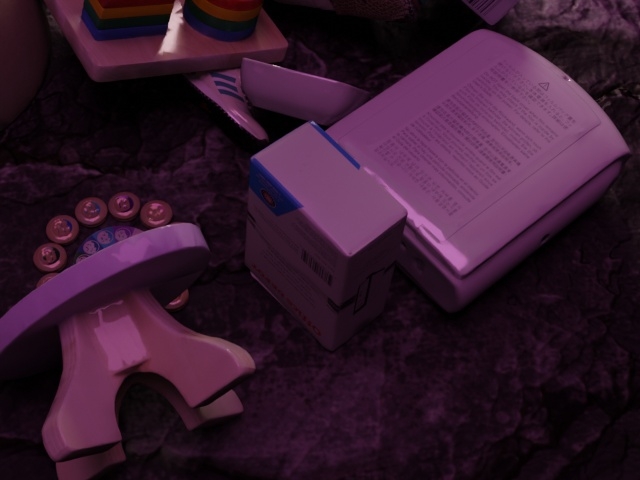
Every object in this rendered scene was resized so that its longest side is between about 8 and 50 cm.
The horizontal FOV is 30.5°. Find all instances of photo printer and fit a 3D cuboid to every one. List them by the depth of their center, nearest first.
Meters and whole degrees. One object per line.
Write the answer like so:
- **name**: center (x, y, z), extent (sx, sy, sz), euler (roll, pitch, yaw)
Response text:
- **photo printer**: center (0.178, -0.095, 1.333), extent (0.307, 0.107, 0.256), euler (-36, 68, -22)

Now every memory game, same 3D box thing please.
- **memory game**: center (-0.224, 0.025, 1.295), extent (0.186, 0.012, 0.186), euler (1, 59, -2)

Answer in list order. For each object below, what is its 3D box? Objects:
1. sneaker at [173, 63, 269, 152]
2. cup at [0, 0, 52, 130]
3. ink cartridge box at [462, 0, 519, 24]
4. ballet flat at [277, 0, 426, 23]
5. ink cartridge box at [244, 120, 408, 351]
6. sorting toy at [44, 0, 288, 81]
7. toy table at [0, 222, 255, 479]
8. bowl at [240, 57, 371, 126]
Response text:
- **sneaker**: center (-0.104, -0.175, 1.392), extent (0.075, 0.057, 0.161), euler (-40, 67, -17)
- **cup**: center (-0.488, -0.286, 1.332), extent (0.331, 0.237, 0.331), euler (2, 60, -3)
- **ink cartridge box**: center (0.094, -0.442, 1.432), extent (0.324, 0.071, 0.330), euler (34, 26, -23)
- **ballet flat**: center (-0.035, -0.412, 1.498), extent (0.182, 0.164, 0.483), euler (-29, 58, 6)
- **ink cartridge box**: center (0.000, 0.000, 1.213), extent (0.086, 0.203, 0.148), euler (-36, 68, -24)
- **sorting toy**: center (-0.194, -0.316, 1.392), extent (0.255, 0.089, 0.257), euler (-12, 53, -33)
- **toy table**: center (-0.190, 0.119, 1.129), extent (0.252, 0.274, 0.161), euler (-9, 67, -47)
- **bowl**: center (-0.021, -0.167, 1.358), extent (0.142, 0.142, 0.053), euler (17, 96, 12)
